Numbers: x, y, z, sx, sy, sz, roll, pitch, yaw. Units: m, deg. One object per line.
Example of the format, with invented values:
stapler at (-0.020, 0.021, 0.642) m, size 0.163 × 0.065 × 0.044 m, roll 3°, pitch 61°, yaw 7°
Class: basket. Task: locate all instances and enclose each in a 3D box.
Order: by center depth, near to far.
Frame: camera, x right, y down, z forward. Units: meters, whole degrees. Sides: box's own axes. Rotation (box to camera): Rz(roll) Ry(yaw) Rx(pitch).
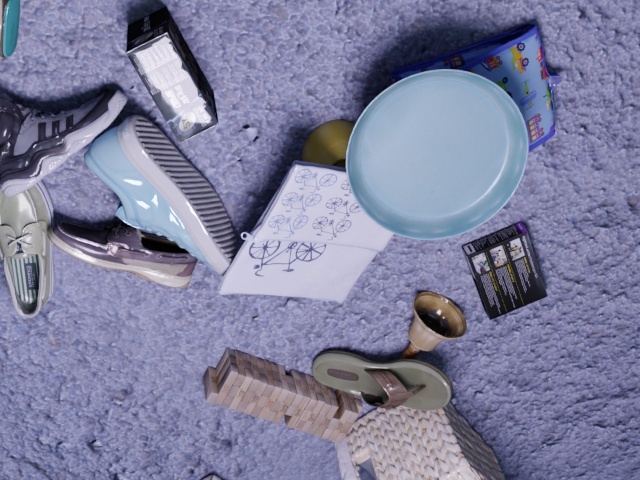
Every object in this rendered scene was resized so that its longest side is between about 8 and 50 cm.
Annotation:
basket at (0.241, 0.538, 2.087) m, size 0.266 × 0.328 × 0.331 m, roll -35°, pitch 119°, yaw 9°

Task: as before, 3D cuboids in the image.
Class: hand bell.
hand bell at (0.194, 0.233, 2.048) m, size 0.126 × 0.126 × 0.242 m, roll 17°, pitch 129°, yaw -19°

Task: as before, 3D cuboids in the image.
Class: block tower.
block tower at (-0.074, 0.328, 2.046) m, size 0.336 × 0.091 × 0.097 m, roll 20°, pitch 114°, yaw -21°

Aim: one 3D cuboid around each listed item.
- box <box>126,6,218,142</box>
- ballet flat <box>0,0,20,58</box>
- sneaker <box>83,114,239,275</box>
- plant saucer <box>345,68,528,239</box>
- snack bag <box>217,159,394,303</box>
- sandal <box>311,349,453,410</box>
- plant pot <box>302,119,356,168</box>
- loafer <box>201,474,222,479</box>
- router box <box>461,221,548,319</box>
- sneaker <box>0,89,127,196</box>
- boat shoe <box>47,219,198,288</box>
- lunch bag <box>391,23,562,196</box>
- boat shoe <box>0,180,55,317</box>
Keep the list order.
box at (-0.248, -0.279, 1.627) m, size 0.078 × 0.147 × 0.180 m, roll -25°, pitch 122°, yaw 5°
ballet flat at (-0.514, -0.410, 1.549) m, size 0.086 × 0.086 × 0.248 m, roll 14°, pitch 117°, yaw -17°
sneaker at (-0.287, -0.064, 1.768) m, size 0.150 × 0.135 × 0.366 m, roll -22°, pitch 122°, yaw 21°
plant saucer at (0.199, -0.150, 1.677) m, size 0.318 × 0.043 × 0.317 m, roll -2°, pitch 119°, yaw -5°
snack bag at (0.000, 0.000, 1.805) m, size 0.323 × 0.037 × 0.342 m, roll 6°, pitch 131°, yaw -39°
sandal at (0.123, 0.306, 2.012) m, size 0.303 × 0.086 × 0.120 m, roll 6°, pitch 122°, yaw 14°
plant pot at (0.039, -0.142, 1.787) m, size 0.134 × 0.095 × 0.134 m, roll -4°, pitch 121°, yaw -7°
loafer at (-0.339, 0.629, 2.170) m, size 0.319 × 0.112 × 0.111 m, roll -33°, pitch 115°, yaw 1°
router box at (0.381, 0.065, 1.997) m, size 0.133 × 0.046 × 0.179 m, roll -22°, pitch 122°, yaw 3°
sneaker at (-0.471, -0.206, 1.656) m, size 0.269 × 0.101 × 0.153 m, roll -39°, pitch 103°, yaw -5°
boat shoe at (-0.360, 0.007, 1.806) m, size 0.285 × 0.103 × 0.092 m, roll 20°, pitch 108°, yaw -25°
lunch bag at (0.309, -0.248, 1.767) m, size 0.293 × 0.138 × 0.221 m, roll -23°, pitch 119°, yaw -7°
boat shoe at (-0.537, 0.001, 1.770) m, size 0.109 × 0.094 × 0.302 m, roll -7°, pitch 120°, yaw -6°
